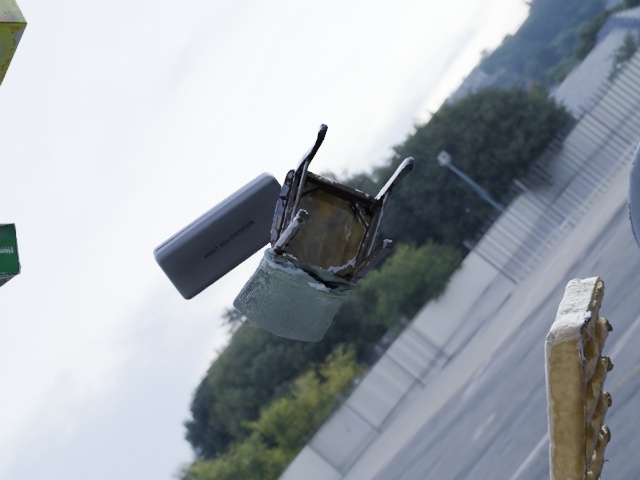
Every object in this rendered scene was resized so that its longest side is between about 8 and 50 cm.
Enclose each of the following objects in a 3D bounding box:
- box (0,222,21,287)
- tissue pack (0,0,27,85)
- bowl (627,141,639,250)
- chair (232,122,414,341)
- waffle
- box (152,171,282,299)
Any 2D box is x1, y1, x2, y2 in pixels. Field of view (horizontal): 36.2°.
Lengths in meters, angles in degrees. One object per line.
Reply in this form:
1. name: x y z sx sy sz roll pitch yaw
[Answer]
1. box: -0.534 0.029 1.356 0.199 0.081 0.135 0 -15 -33
2. tissue pack: -0.373 -0.252 1.002 0.062 0.176 0.095 -11 -28 -43
3. bowl: 0.614 -0.063 1.338 0.157 0.345 0.345 -11 -38 -53
4. chair: 0.000 0.000 1.409 0.319 0.160 0.186 125 163 -59
5. waffle: 0.433 0.256 1.631 0.304 0.078 0.348 -37 -56 -62
6. box: -0.156 -0.009 1.638 0.244 0.103 0.055 -36 22 -6
